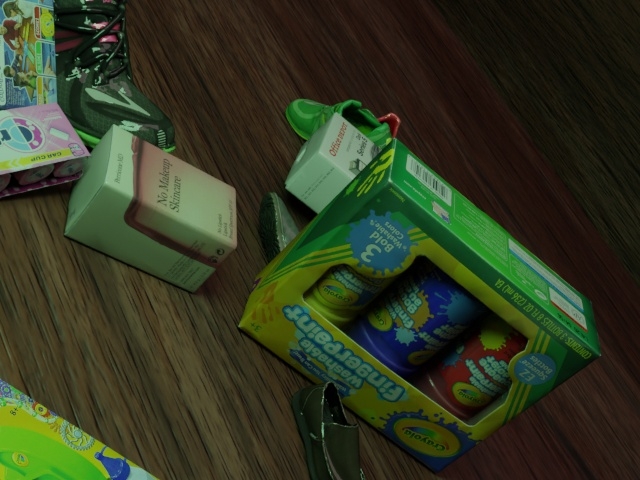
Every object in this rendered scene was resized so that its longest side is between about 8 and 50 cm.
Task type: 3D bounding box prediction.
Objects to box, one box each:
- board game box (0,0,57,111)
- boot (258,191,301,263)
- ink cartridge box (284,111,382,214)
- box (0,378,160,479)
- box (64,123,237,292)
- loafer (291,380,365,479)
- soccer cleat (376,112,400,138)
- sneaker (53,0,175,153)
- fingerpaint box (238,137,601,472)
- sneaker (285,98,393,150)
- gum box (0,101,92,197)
[{"bbox_3d":[-0.454,-0.290,1.336,0.136,0.035,0.201,-6,95,-61],"label":"board game box"},{"bbox_3d":[-0.001,0.000,1.662,0.208,0.076,0.189,-4,75,-29],"label":"boot"},{"bbox_3d":[0.082,-0.102,1.812,0.273,0.115,0.198,38,31,-12],"label":"ink cartridge box"},{"bbox_3d":[-0.293,0.337,0.843,0.279,0.177,0.290,36,31,-14],"label":"box"},{"bbox_3d":[-0.258,-0.047,1.400,0.232,0.127,0.148,28,35,-29],"label":"box"},{"bbox_3d":[0.022,0.308,1.366,0.080,0.078,0.220,9,46,-46],"label":"loafer"},{"bbox_3d":[0.102,-0.206,2.051,0.108,0.116,0.318,44,30,-4],"label":"soccer cleat"},{"bbox_3d":[-0.400,-0.331,1.490,0.483,0.202,0.185,51,31,9],"label":"sneaker"},{"bbox_3d":[0.158,0.122,1.471,0.445,0.371,0.163,39,29,-14],"label":"fingerpaint box"},{"bbox_3d":[0.049,-0.261,1.961,0.295,0.123,0.109,27,49,33],"label":"sneaker"},{"bbox_3d":[-0.437,-0.131,1.305,0.188,0.062,0.107,-20,69,-44],"label":"gum box"}]
